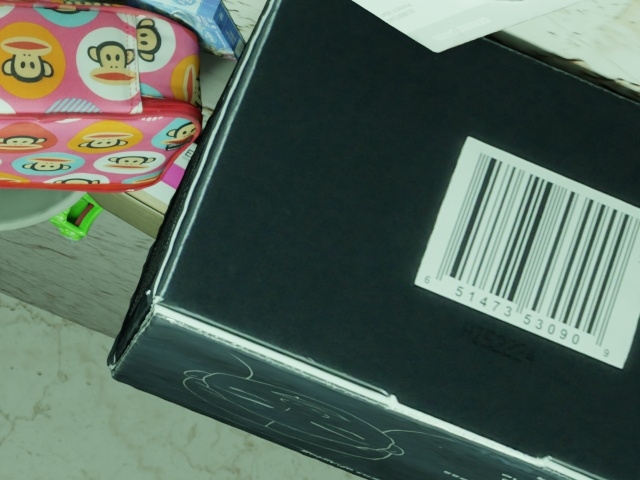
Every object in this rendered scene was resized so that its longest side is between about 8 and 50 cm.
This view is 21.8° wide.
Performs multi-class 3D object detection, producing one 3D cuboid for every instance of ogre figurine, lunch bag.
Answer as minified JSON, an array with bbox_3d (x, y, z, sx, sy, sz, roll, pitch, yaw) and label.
[{"bbox_3d":[-0.290,-0.071,1.953,0.097,0.118,0.197,23,166,-2],"label":"ogre figurine"},{"bbox_3d":[-0.264,-0.114,1.449,0.293,0.120,0.258,1,165,-20],"label":"lunch bag"}]

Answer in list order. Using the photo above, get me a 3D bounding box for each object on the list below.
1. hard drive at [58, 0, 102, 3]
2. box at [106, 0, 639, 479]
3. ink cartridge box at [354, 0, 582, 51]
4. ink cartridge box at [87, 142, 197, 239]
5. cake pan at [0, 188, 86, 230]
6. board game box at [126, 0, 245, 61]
[{"bbox_3d":[-0.340,-0.167,1.499,0.307,0.040,0.203,-10,163,12],"label":"hard drive"},{"bbox_3d":[0.103,0.050,1.392,0.480,0.297,0.472,22,165,-7],"label":"box"},{"bbox_3d":[0.038,-0.219,0.955,0.261,0.066,0.296,27,166,-20],"label":"ink cartridge box"},{"bbox_3d":[-0.161,-0.052,1.808,0.235,0.088,0.193,30,168,19],"label":"ink cartridge box"},{"bbox_3d":[-0.355,-0.131,1.661,0.293,0.054,0.293,2,133,2],"label":"cake pan"},{"bbox_3d":[-0.117,-0.189,1.421,0.090,0.020,0.090,19,166,18],"label":"board game box"}]
